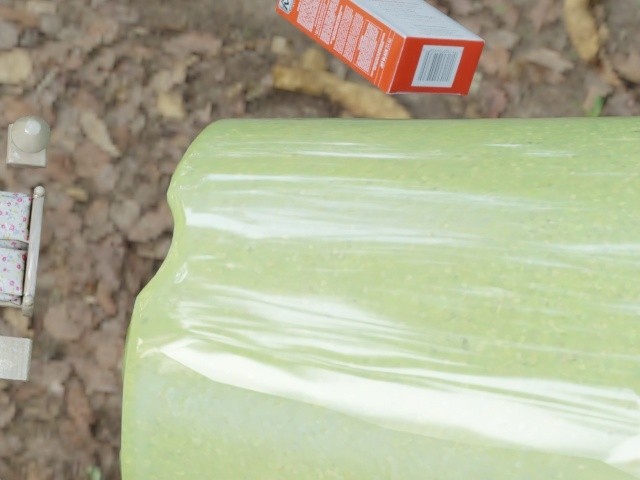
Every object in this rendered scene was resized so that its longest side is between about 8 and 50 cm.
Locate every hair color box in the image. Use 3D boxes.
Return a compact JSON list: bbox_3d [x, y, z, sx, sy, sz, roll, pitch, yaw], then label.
[{"bbox_3d":[0.038,-0.146,1.046,0.072,0.043,0.141,-2,31,-36],"label":"hair color box"}]

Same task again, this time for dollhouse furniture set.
[{"bbox_3d":[-0.438,-0.048,1.612,0.303,0.174,0.355,5,73,-14],"label":"dollhouse furniture set"}]

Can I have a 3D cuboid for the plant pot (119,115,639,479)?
[{"bbox_3d":[0.067,0.055,0.614,0.254,0.276,0.276,9,41,11],"label":"plant pot"}]
